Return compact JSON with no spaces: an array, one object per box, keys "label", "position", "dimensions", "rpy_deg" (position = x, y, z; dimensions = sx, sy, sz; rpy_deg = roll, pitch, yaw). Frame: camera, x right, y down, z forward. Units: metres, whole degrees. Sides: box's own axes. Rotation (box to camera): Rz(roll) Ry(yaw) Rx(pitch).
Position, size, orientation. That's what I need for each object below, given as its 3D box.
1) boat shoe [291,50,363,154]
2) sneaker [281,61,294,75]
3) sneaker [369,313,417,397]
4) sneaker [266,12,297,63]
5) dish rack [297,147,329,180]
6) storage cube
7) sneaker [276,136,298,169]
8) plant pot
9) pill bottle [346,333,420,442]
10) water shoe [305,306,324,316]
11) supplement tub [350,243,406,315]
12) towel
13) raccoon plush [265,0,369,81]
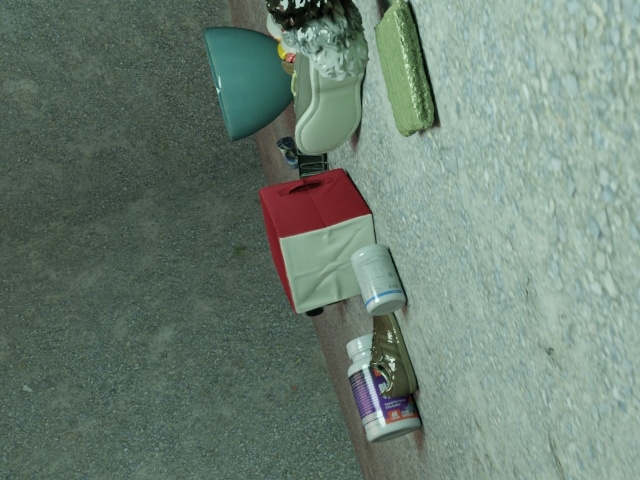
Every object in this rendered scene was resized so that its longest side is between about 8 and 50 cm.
[{"label":"boat shoe","position":[0.007,-0.246,1.204],"dimensions":[0.305,0.109,0.091],"rpy_deg":[103,153,-64]},{"label":"sneaker","position":[-0.013,-0.341,1.482],"dimensions":[0.118,0.067,0.042],"rpy_deg":[36,150,29]},{"label":"sneaker","position":[0.119,0.202,1.400],"dimensions":[0.066,0.071,0.188],"rpy_deg":[85,167,-59]},{"label":"sneaker","position":[-0.045,-0.418,1.431],"dimensions":[0.225,0.088,0.092],"rpy_deg":[-113,30,-49]},{"label":"dish rack","position":[-0.011,-0.065,1.723],"dimensions":[0.208,0.074,0.271],"rpy_deg":[83,-176,-59]},{"label":"storage cube","position":[0.000,0.000,1.473],"dimensions":[0.193,0.184,0.214],"rpy_deg":[-117,14,-56]},{"label":"sneaker","position":[-0.098,-0.266,2.305],"dimensions":[0.058,0.052,0.135],"rpy_deg":[76,176,-45]},{"label":"plant pot","position":[-0.171,-0.418,1.924],"dimensions":[0.290,0.196,0.290],"rpy_deg":[165,90,-83]},{"label":"pill bottle","position":[0.116,0.285,1.463],"dimensions":[0.108,0.108,0.193],"rpy_deg":[90,164,-66]},{"label":"water shoe","position":[-0.034,0.141,2.054],"dimensions":[0.203,0.073,0.080],"rpy_deg":[88,166,-62]},{"label":"supplement tub","position":[0.098,0.068,1.283],"dimensions":[0.071,0.071,0.107],"rpy_deg":[88,166,-63]},{"label":"towel","position":[0.097,-0.197,0.873],"dimensions":[0.110,0.027,0.148],"rpy_deg":[-167,63,-82]},{"label":"raccoon plush","position":[0.015,-0.386,0.761],"dimensions":[0.446,0.216,0.299],"rpy_deg":[53,171,-24]}]
